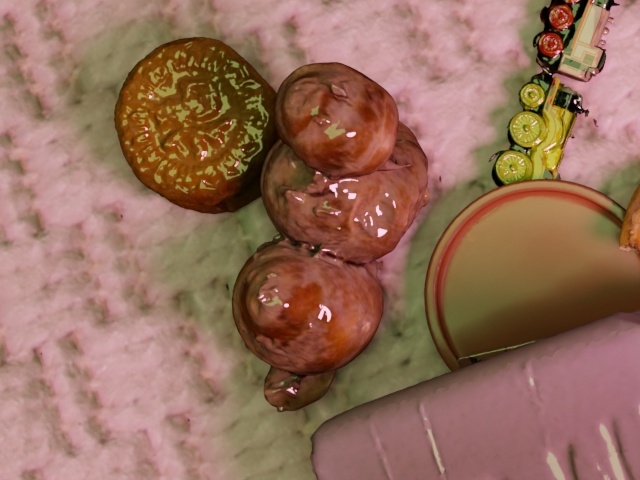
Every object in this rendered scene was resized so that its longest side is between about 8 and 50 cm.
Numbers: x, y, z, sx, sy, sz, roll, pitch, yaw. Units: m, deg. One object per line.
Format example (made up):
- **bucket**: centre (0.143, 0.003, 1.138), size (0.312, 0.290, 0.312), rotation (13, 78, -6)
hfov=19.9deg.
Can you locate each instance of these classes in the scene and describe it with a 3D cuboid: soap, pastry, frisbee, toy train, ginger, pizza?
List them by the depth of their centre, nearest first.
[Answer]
- **soap**: centre (0.246, 0.263, 1.741), size (0.435, 0.213, 0.350), rotation (-20, 84, 34)
- **pizza**: centre (0.360, -0.022, 1.879), size (0.099, 0.036, 0.160), rotation (49, 54, -10)
- **ginger**: centre (0.000, 0.000, 1.889), size (0.176, 0.256, 0.375), rotation (18, 102, 17)
- **frisbee**: centre (0.234, 0.059, 1.909), size (0.250, 0.021, 0.251), rotation (1, 97, 9)
- **toy train**: centre (0.250, -0.164, 1.939), size (0.085, 0.053, 0.250), rotation (18, 87, 4)
- **pastry**: centre (-0.126, -0.122, 1.979), size (0.188, 0.103, 0.189), rotation (-1, 85, 11)

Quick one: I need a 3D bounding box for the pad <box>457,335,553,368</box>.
- **pad**: centre (0.245, 0.219, 1.905), size (0.158, 0.003, 0.235), rotation (-13, 90, 9)
